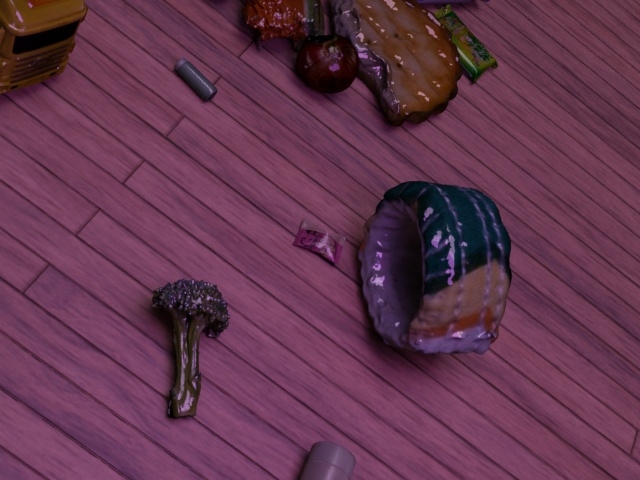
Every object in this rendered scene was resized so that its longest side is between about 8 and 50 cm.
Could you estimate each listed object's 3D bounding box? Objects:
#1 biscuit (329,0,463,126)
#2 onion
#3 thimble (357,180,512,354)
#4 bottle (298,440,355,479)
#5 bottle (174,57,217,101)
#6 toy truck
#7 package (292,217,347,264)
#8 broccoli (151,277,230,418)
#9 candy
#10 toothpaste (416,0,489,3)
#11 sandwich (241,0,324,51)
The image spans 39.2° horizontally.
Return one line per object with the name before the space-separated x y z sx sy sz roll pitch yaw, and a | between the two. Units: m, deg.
biscuit | 0.140 -0.367 1.786 0.329 0.078 0.335 24 54 -19
onion | 0.016 -0.325 1.672 0.117 0.118 0.119 -18 69 0
thimble | 0.184 0.050 1.447 0.167 0.254 0.288 3 62 -27
bottle | -0.012 0.386 1.258 0.072 0.072 0.201 32 52 -10
bottle | -0.216 -0.280 1.559 0.083 0.030 0.030 45 51 2
toy truck | -0.526 -0.434 1.343 0.405 0.254 0.180 52 47 3
package | 0.000 0.000 1.519 0.083 0.029 0.059 23 61 -3
broccoli | -0.188 0.153 1.293 0.118 0.122 0.204 4 74 -10
candy | 0.301 -0.423 1.931 0.102 0.032 0.178 -35 83 -38
toothpaste | 0.239 -0.555 1.958 0.299 0.073 0.114 -5 65 -23
sandwich | -0.074 -0.446 1.699 0.160 0.109 0.185 -6 66 -10
